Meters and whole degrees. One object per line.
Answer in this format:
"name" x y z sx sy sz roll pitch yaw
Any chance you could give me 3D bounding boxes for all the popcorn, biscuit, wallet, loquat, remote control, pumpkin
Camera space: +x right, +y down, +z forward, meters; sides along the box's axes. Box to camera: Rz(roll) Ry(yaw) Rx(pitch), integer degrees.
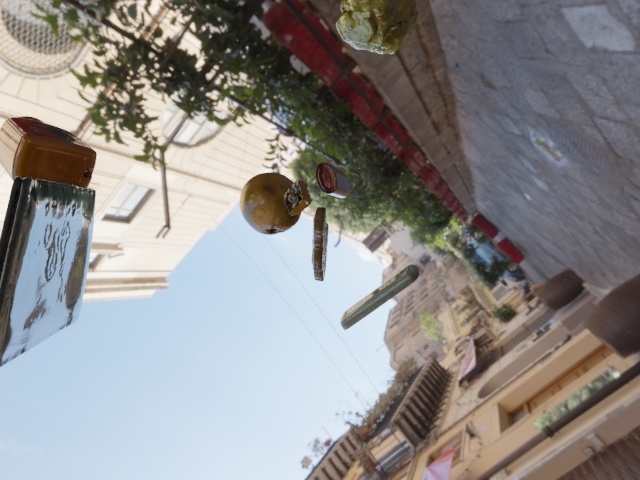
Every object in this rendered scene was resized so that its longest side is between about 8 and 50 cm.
"popcorn" 0.163 -0.630 1.106 0.192 0.233 0.266 41 -169 37
"biscuit" -0.002 0.006 1.294 0.319 0.047 0.183 88 -173 -64
"wallet" -0.412 0.032 0.607 0.054 0.251 0.290 10 180 -12
"loquat" -0.157 -0.121 1.314 0.208 0.208 0.208 41 -164 -14
"remote control" 0.177 0.175 1.256 0.038 0.310 0.090 47 -156 -6
"pumpkin" -0.067 -0.118 1.131 0.054 0.074 0.083 14 -133 -39

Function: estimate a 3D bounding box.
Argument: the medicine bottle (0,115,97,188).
"medicine bottle" -0.621 -0.199 0.908 0.222 0.111 0.149 32 -165 34

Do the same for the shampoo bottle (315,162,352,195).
"shampoo bottle" 0.054 -0.196 1.374 0.260 0.065 0.101 -8 -101 -73
